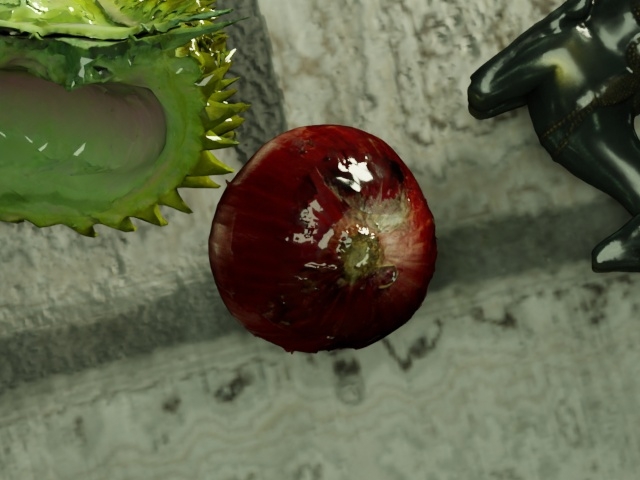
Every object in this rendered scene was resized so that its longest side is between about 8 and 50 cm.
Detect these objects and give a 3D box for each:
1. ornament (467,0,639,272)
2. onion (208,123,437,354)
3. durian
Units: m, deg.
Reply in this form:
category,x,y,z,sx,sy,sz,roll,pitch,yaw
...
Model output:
category,x,y,z,sx,sy,sz,roll,pitch,yaw
ornament,0.225,-0.046,0.951,0.202,0.080,0.236,-35,81,3
onion,0.000,0.000,0.934,0.131,0.131,0.131,0,85,3
durian,-0.204,-0.101,0.932,0.352,0.169,0.158,19,89,8
